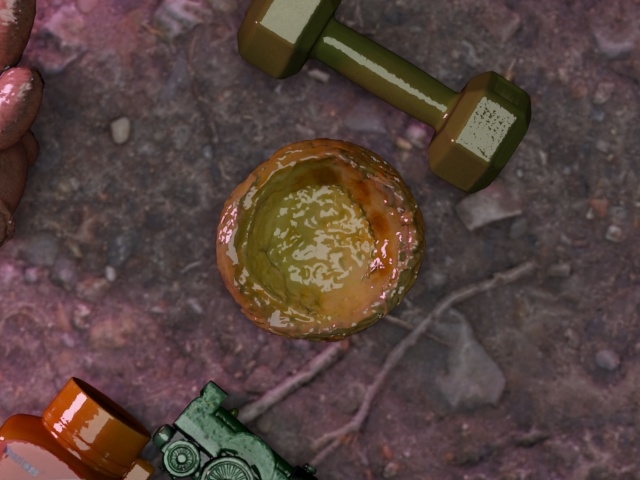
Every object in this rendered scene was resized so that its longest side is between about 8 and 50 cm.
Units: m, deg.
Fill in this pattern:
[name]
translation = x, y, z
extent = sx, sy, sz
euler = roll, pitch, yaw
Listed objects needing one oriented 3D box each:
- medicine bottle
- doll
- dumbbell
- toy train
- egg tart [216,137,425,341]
[medicine bottle]
translation = -0.276, 0.253, 1.887
extent = 0.149, 0.112, 0.222
euler = 38, 89, -2
[doll]
translation = -0.330, -0.147, 1.858
extent = 0.201, 0.156, 0.303
euler = 27, 105, 30
[dumbbell]
translation = 0.064, -0.167, 1.902
extent = 0.302, 0.121, 0.108
euler = 31, 117, -1
[toy train]
translation = -0.084, 0.233, 1.919
extent = 0.178, 0.071, 0.104
euler = 40, 78, -1
[egg tart]
translation = 0.001, 0.000, 1.909
extent = 0.213, 0.090, 0.212
euler = 0, 89, 0
